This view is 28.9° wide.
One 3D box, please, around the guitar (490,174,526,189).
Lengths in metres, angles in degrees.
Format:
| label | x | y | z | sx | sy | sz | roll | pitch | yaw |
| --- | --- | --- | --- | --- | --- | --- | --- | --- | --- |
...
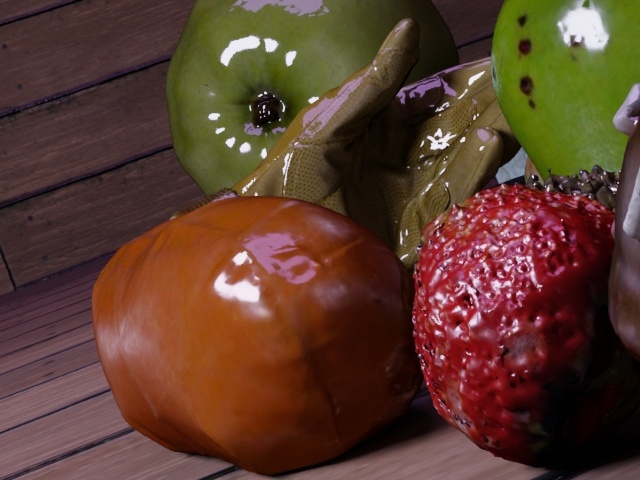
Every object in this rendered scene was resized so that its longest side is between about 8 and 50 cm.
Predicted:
| label | x | y | z | sx | sy | sz | roll | pitch | yaw |
| --- | --- | --- | --- | --- | --- | --- | --- | --- | --- |
| guitar | 0.176 | -0.044 | 1.216 | 0.088 | 0.025 | 0.233 | -22 | 6 | -8 |

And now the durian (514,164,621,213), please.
| label | x | y | z | sx | sy | sz | roll | pitch | yaw |
| --- | --- | --- | --- | --- | --- | --- | --- | --- | --- |
| durian | 0.124 | 0.007 | 0.573 | 0.188 | 0.091 | 0.148 | -15 | 7 | 27 |

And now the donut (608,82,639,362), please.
| label | x | y | z | sx | sy | sz | roll | pitch | yaw |
| --- | --- | --- | --- | --- | --- | --- | --- | --- | --- |
| donut | 0.207 | -0.019 | 0.339 | 0.270 | 0.103 | 0.270 | -12 | 14 | 3 |

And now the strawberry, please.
| label | x | y | z | sx | sy | sz | roll | pitch | yaw |
| --- | --- | --- | --- | --- | --- | --- | --- | --- | --- |
| strawberry | 0.076 | 0.029 | 0.458 | 0.106 | 0.106 | 0.106 | -19 | 6 | 2 |

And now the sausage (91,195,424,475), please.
| label | x | y | z | sx | sy | sz | roll | pitch | yaw |
| --- | --- | --- | --- | --- | --- | --- | --- | --- | --- |
| sausage | -0.040 | 0.042 | 0.627 | 0.133 | 0.133 | 0.258 | -22 | 6 | -25 |

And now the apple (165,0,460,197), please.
| label | x | y | z | sx | sy | sz | roll | pitch | yaw |
| --- | --- | --- | --- | --- | --- | --- | --- | --- | --- |
| apple | -0.006 | -0.163 | 1.392 | 0.357 | 0.357 | 0.357 | -19 | 6 | 2 |

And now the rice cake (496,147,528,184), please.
| label | x | y | z | sx | sy | sz | roll | pitch | yaw |
| --- | --- | --- | --- | --- | --- | --- | --- | --- | --- |
| rice cake | 0.254 | -0.109 | 1.385 | 0.063 | 0.069 | 0.206 | -13 | 11 | 38 |

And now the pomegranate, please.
| label | x | y | z | sx | sy | sz | roll | pitch | yaw |
| --- | --- | --- | --- | --- | --- | --- | --- | --- | --- |
| pomegranate | 0.207 | -0.100 | 0.778 | 0.236 | 0.236 | 0.302 | -21 | -6 | -17 |

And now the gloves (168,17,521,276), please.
| label | x | y | z | sx | sy | sz | roll | pitch | yaw |
| --- | --- | --- | --- | --- | --- | --- | --- | --- | --- |
| gloves | 0.037 | -0.045 | 0.955 | 0.331 | 0.154 | 0.141 | -32 | -32 | -8 |
